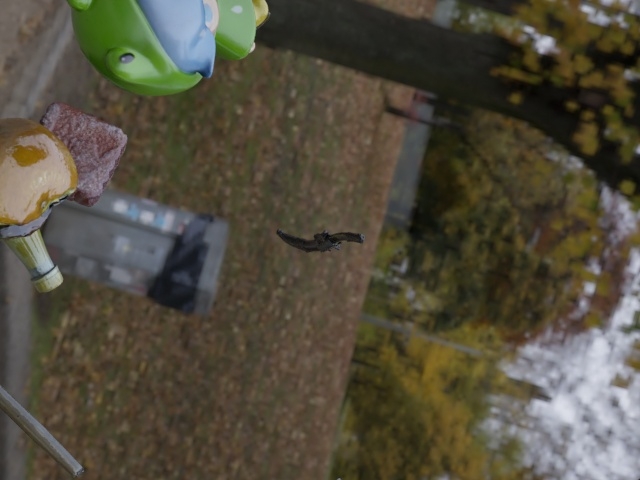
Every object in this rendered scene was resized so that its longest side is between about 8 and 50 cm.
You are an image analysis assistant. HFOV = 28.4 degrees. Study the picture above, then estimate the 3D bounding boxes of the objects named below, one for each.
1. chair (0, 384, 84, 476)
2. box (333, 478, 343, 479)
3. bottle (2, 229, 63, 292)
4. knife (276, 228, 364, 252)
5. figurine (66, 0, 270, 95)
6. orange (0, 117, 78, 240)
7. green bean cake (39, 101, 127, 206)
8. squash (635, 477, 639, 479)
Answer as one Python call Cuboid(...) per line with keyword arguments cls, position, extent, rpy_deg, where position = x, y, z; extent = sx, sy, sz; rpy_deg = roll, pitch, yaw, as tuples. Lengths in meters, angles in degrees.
Cuboid(cls="chair", position=(-0.363, 0.168, 1.021), extent=(0.166, 0.272, 0.188), rpy_deg=(-51, 174, 24))
Cuboid(cls="box", position=(-0.036, 0.409, 1.680), extent=(0.168, 0.259, 0.071), rpy_deg=(40, 30, -48))
Cuboid(cls="bottle", position=(-0.418, -0.051, 1.657), extent=(0.083, 0.083, 0.270), rpy_deg=(-77, 144, -66))
Cuboid(cls="knife", position=(0.004, 0.004, 1.740), extent=(0.021, 0.045, 0.222), rpy_deg=(-50, -157, -20))
Cuboid(cls="figurine", position=(-0.152, -0.236, 1.323), extent=(0.143, 0.162, 0.263), rpy_deg=(-28, 179, 35))
Cuboid(cls="orange", position=(-0.350, -0.078, 1.389), extent=(0.112, 0.160, 0.170), rpy_deg=(92, -20, -46))
Cuboid(cls="green bean cake", position=(-0.378, -0.130, 1.925), extent=(0.136, 0.135, 0.056), rpy_deg=(-67, -173, -27))
Cuboid(cls="squash", position=(0.508, 0.526, 1.730), extent=(0.309, 0.310, 0.310), rpy_deg=(-111, -144, -68))
